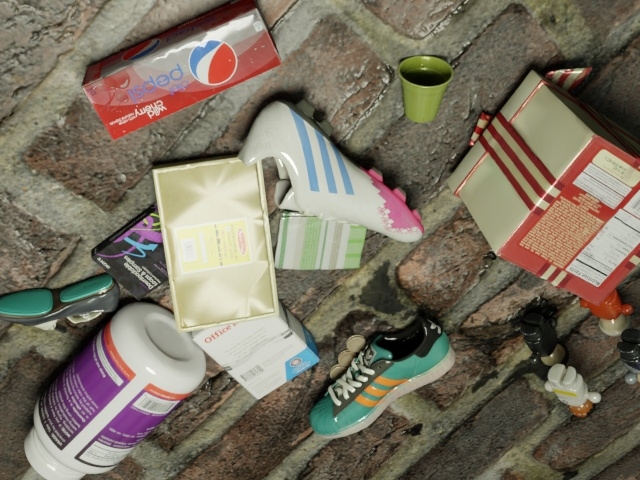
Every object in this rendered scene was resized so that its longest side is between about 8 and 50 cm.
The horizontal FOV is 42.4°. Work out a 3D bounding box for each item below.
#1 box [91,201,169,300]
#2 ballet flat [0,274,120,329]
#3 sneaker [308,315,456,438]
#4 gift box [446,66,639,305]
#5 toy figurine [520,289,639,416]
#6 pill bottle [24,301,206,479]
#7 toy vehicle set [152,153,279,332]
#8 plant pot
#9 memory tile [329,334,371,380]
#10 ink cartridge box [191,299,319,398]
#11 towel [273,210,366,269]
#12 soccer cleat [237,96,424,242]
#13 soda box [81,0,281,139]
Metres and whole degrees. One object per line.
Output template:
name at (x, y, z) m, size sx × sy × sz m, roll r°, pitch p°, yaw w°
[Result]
box at (-0.272, 0.014, 1.335) m, size 0.162 × 0.029 × 0.116 m, roll -34°, pitch 123°, yaw 12°
ballet flat at (-0.425, 0.112, 1.344) m, size 0.203 × 0.074 × 0.074 m, roll -13°, pitch 124°, yaw -6°
sneaker at (0.094, 0.241, 1.505) m, size 0.302 × 0.108 × 0.121 m, roll -34°, pitch 122°, yaw 1°
gift box at (0.387, -0.098, 1.261) m, size 0.255 × 0.258 × 0.276 m, roll 29°, pitch 112°, yaw -27°
toy figurine at (0.497, 0.204, 1.514) m, size 0.213 × 0.209 × 0.148 m, roll -32°, pitch 129°, yaw 10°
pill bottle at (-0.355, 0.265, 1.391) m, size 0.181 × 0.181 × 0.323 m, roll 36°, pitch 110°, yaw -29°
toy vehicle set at (-0.162, 0.004, 1.292) m, size 0.166 × 0.035 × 0.266 m, roll -8°, pitch 105°, yaw -10°
plant pot at (0.155, -0.223, 1.246) m, size 0.083 × 0.083 × 0.079 m, roll -7°, pitch 135°, yaw -7°
memory tile at (0.100, 0.234, 1.567) m, size 0.148 × 0.012 × 0.113 m, roll 16°, pitch 118°, yaw -20°
ink cartridge box at (-0.114, 0.168, 1.437) m, size 0.140 × 0.082 × 0.190 m, roll -33°, pitch 121°, yaw 10°
towel at (0.000, 0.000, 1.391) m, size 0.152 × 0.023 × 0.113 m, roll 0°, pitch 125°, yaw -15°
soccer cleat at (0.015, -0.077, 1.276) m, size 0.331 × 0.116 × 0.143 m, roll 40°, pitch 87°, yaw -22°
soda box at (-0.192, -0.243, 1.150) m, size 0.263 × 0.083 × 0.092 m, roll -23°, pitch 124°, yaw 4°
